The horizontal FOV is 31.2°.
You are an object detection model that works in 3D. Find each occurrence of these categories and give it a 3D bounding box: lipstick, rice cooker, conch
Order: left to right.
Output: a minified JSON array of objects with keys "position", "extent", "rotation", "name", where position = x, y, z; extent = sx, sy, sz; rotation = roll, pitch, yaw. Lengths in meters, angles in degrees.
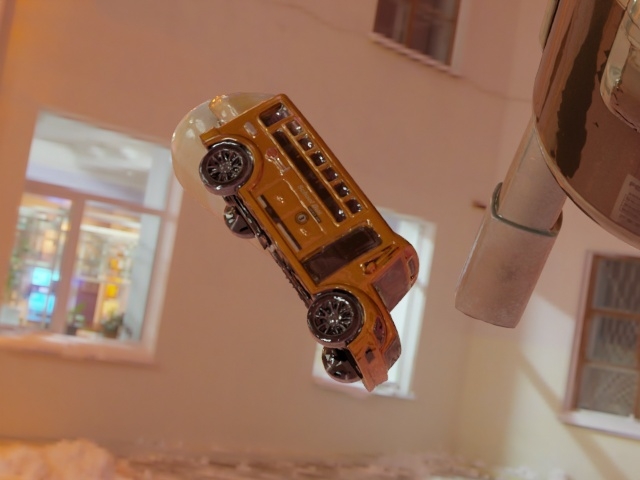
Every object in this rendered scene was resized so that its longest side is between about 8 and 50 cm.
[{"position":[-0.042,-0.063,1.151],"extent":[0.127,0.158,0.255],"rotation":[-22,57,-44],"name":"conch"},{"position":[0.209,-0.029,1.167],"extent":[0.077,0.253,0.079],"rotation":[18,38,4],"name":"lipstick"},{"position":[0.338,-0.172,0.901],"extent":[0.335,0.335,0.325],"rotation":[9,-37,2],"name":"rice cooker"}]

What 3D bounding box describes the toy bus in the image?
[{"position":[0.000,0.000,0.745],"extent":[0.194,0.088,0.083],"rotation":[54,-7,25],"name":"toy bus"}]
